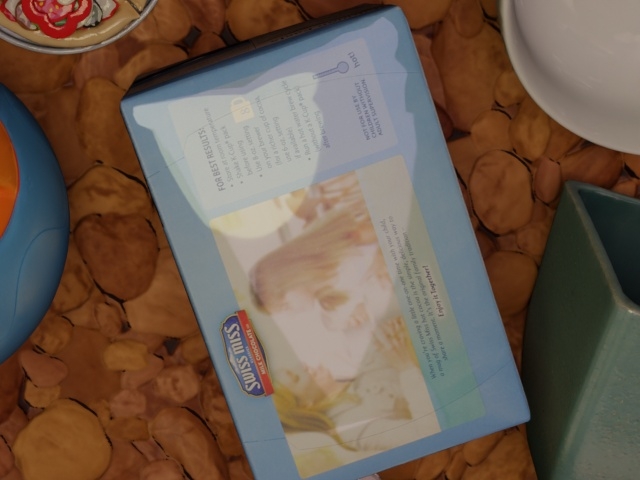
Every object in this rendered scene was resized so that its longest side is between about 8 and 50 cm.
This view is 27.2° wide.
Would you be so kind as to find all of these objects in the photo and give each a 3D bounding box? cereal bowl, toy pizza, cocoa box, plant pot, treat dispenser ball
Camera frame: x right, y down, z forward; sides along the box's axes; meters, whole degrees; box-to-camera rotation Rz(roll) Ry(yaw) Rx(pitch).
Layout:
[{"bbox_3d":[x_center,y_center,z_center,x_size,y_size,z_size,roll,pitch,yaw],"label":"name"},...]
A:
[{"bbox_3d":[0.306,-0.239,1.095,0.339,0.141,0.339,-2,130,-2],"label":"cereal bowl"},{"bbox_3d":[-0.225,-0.260,1.128,0.201,0.032,0.201,-1,101,-5],"label":"toy pizza"},{"bbox_3d":[0.000,0.000,1.096,0.232,0.228,0.347,-19,101,-1],"label":"cocoa box"},{"bbox_3d":[0.298,0.134,1.149,0.247,0.248,0.252,16,114,-8],"label":"plant pot"},{"bbox_3d":[-0.343,-0.013,1.035,0.288,0.288,0.288,-1,100,-5],"label":"treat dispenser ball"}]

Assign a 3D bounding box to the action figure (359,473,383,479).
[{"bbox_3d":[0.194,0.326,1.223,0.370,0.248,0.275,-8,74,-2],"label":"action figure"}]
